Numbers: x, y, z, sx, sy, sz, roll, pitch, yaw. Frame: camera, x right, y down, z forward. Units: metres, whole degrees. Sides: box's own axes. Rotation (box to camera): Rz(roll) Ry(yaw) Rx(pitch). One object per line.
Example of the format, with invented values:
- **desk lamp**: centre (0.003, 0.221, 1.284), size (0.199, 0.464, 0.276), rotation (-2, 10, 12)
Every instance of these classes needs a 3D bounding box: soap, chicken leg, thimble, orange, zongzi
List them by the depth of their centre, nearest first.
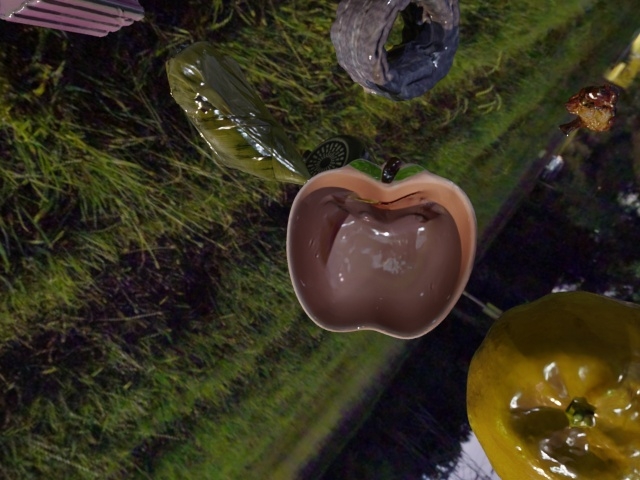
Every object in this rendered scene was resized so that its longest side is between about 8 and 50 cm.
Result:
- **orange**: centre (0.316, 0.196, 0.549), size (0.279, 0.279, 0.235), rotation (-55, 147, -3)
- **thimble**: centre (0.095, -0.258, 0.578), size (0.150, 0.098, 0.150), rotation (-20, 128, -28)
- **chicken leg**: centre (0.344, -0.162, 0.590), size (0.145, 0.062, 0.037), rotation (16, 85, -66)
- **soap**: centre (-0.402, -0.394, 0.750), size (0.203, 0.122, 0.065), rotation (-42, 119, -65)
- **zongzi**: centre (-0.137, -0.215, 0.789), size (0.125, 0.274, 0.251), rotation (-44, 132, -14)

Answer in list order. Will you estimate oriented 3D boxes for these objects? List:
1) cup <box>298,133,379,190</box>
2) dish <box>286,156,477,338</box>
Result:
- **cup**: centre (0.046, -0.134, 1.004), size (0.176, 0.223, 0.169), rotation (34, 96, -41)
- **dish**: centre (0.069, 0.009, 0.535), size (0.213, 0.213, 0.090), rotation (-56, 167, 0)
